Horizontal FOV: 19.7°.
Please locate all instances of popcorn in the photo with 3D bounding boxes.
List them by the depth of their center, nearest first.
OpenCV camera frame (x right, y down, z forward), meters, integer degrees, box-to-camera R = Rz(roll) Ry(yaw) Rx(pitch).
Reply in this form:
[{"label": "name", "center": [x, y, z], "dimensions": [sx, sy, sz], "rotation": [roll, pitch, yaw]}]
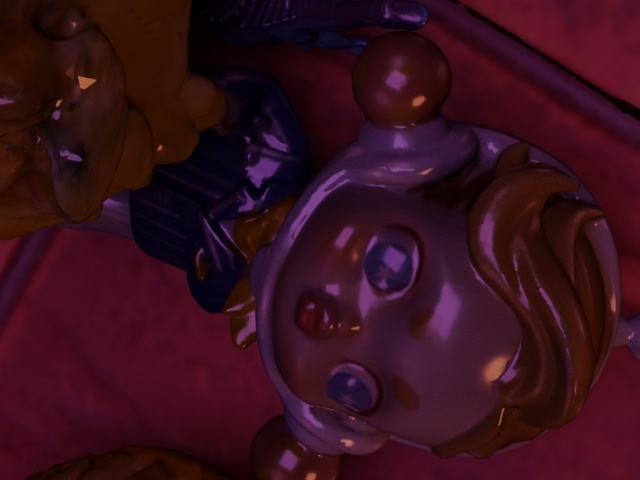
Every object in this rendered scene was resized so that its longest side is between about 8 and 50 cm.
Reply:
[{"label": "popcorn", "center": [-0.109, -0.074, 0.664], "dimensions": [0.142, 0.173, 0.173], "rotation": [0, 94, 42]}]

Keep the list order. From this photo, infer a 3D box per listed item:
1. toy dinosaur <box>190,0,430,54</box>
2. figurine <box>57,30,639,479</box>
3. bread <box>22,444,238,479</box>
[{"label": "toy dinosaur", "center": [-0.025, -0.102, 0.772], "dimensions": [0.197, 0.080, 0.045], "rotation": [14, 97, 40]}, {"label": "figurine", "center": [-0.005, 0.008, 0.758], "dimensions": [0.274, 0.133, 0.194], "rotation": [2, 104, 30]}, {"label": "bread", "center": [-0.086, 0.205, 0.762], "dimensions": [0.240, 0.139, 0.240], "rotation": [11, 108, 35]}]
